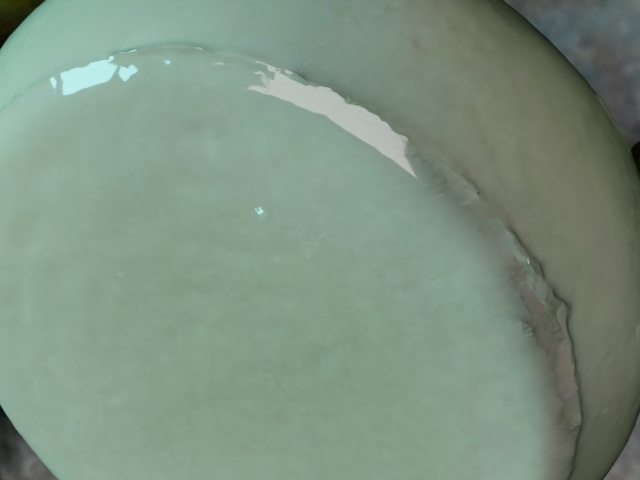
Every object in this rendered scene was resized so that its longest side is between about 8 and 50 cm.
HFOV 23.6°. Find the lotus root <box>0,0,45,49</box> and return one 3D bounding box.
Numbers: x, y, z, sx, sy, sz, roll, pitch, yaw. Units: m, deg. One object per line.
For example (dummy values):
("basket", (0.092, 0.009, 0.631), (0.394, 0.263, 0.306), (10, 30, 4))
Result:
("lotus root", (-0.114, -0.229, 0.529), (0.250, 0.250, 0.346), (30, 102, 15))

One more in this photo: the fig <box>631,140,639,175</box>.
("fig", (0.170, 0.008, 0.517), (0.166, 0.154, 0.144), (31, 125, 46))

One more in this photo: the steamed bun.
("steamed bun", (0.000, 0.000, 0.507), (0.232, 0.145, 0.232), (13, 125, 18))
